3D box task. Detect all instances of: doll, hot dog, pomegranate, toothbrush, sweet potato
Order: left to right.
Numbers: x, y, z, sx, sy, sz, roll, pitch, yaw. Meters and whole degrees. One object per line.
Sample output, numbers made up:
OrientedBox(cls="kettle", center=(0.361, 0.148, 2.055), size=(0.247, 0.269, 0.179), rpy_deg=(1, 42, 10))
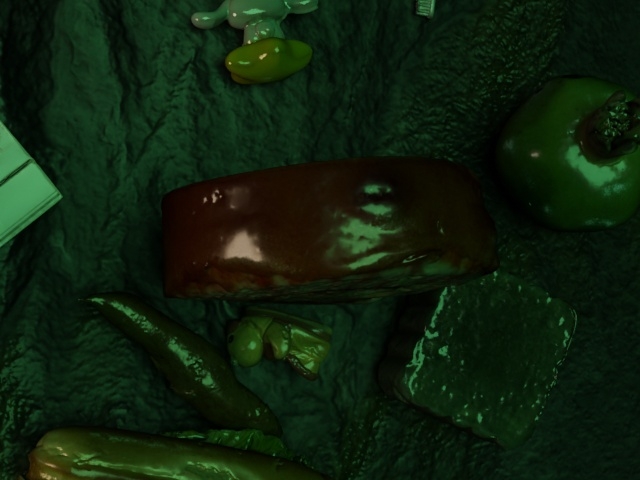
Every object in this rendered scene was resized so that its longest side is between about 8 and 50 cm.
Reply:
OrientedBox(cls="sweet potato", center=(-0.137, 0.129, 1.225), size=(0.274, 0.067, 0.067), rpy_deg=(42, 76, -20))
OrientedBox(cls="hot dog", center=(-0.134, 0.250, 1.201), size=(0.337, 0.135, 0.100), rpy_deg=(12, 41, -21))
OrientedBox(cls="doll", center=(-0.071, -0.226, 1.261), size=(0.135, 0.071, 0.113), rpy_deg=(12, 77, -14))
OrientedBox(cls="toothbrush", center=(0.135, -0.383, 1.359), size=(0.024, 0.018, 0.257), rpy_deg=(9, 86, -13))
OrientedBox(cls="pomegranate", center=(0.296, -0.101, 1.300), size=(0.186, 0.225, 0.187), rpy_deg=(1, 81, -7))

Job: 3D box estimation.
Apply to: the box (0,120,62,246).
OrientedBox(cls="box", center=(-0.361, -0.087, 1.171), size=(0.109, 0.029, 0.198), rpy_deg=(-41, 101, -16))

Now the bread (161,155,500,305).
OrientedBox(cls="bread", center=(-0.001, 0.000, 1.132), size=(0.295, 0.327, 0.114), rpy_deg=(3, 81, -40))

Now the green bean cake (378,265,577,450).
OrientedBox(cls="green bean cake", center=(0.175, 0.122, 1.320), size=(0.185, 0.094, 0.184), rpy_deg=(26, 80, -17))

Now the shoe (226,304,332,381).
OrientedBox(cls="shoe", center=(-0.044, 0.109, 1.255), size=(0.109, 0.072, 0.069), rpy_deg=(13, 79, -19))
